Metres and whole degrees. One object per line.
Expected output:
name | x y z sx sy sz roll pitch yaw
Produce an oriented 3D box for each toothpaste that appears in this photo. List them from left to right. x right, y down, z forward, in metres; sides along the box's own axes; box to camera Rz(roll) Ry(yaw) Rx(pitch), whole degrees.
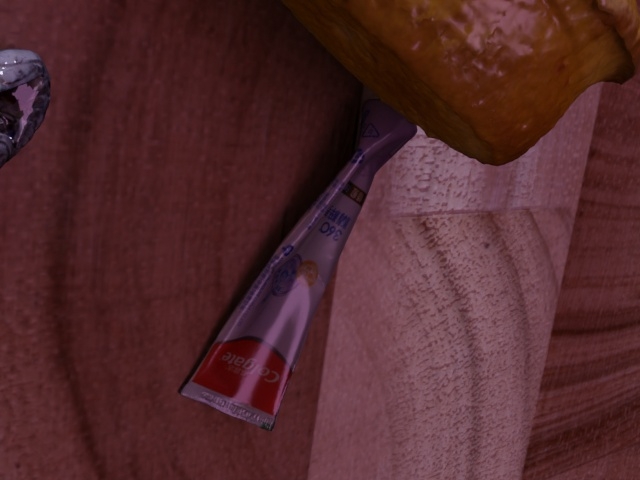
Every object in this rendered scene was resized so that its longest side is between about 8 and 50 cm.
toothpaste | 0.000 0.000 0.687 0.075 0.048 0.301 32 85 -48

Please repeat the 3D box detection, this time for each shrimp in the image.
shrimp | -0.210 -0.049 0.472 0.165 0.057 0.065 -38 143 -38

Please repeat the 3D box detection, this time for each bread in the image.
bread | 0.070 -0.160 0.555 0.145 0.268 0.268 -50 134 4
